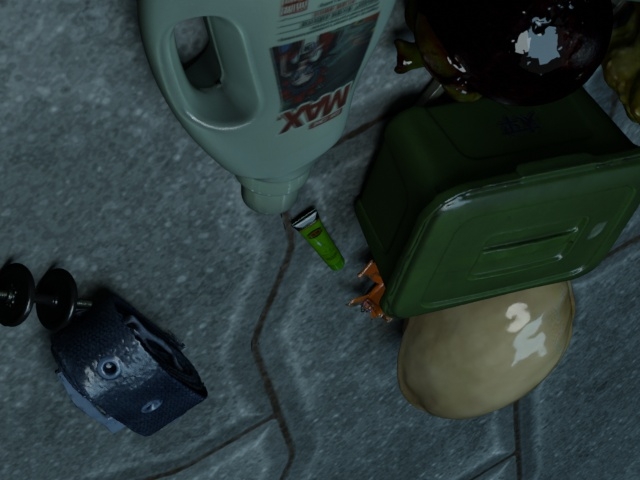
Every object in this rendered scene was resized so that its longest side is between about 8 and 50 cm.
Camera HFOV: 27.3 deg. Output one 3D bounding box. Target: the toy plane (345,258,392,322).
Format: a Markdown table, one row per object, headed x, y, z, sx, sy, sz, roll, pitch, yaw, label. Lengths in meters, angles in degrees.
| x | y | z | sx | sy | sz | roll | pitch | yaw | label |
| --- | --- | --- | --- | --- | --- | --- | --- | --- | --- |
| 0.112 | 0.028 | 1.753 | 0.188 | 0.062 | 0.135 | -56 | 143 | 4 | toy plane |

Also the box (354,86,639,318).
| x | y | z | sx | sy | sz | roll | pitch | yaw | label |
| --- | --- | --- | --- | --- | --- | --- | --- | --- | --- |
| 0.213 | -0.055 | 1.601 | 0.328 | 0.178 | 0.253 | -10 | 145 | -24 | box |

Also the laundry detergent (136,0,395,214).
| x | y | z | sx | sy | sz | roll | pitch | yaw | label |
| --- | --- | --- | --- | --- | --- | --- | --- | --- | --- |
| -0.055 | -0.175 | 1.303 | 0.264 | 0.125 | 0.398 | -21 | 145 | -23 | laundry detergent |

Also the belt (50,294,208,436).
| x | y | z | sx | sy | sz | roll | pitch | yaw | label |
| --- | --- | --- | --- | --- | --- | --- | --- | --- | --- |
| -0.231 | 0.157 | 1.539 | 0.128 | 0.122 | 0.218 | -34 | 147 | 2 | belt |

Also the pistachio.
| x | y | z | sx | sy | sz | roll | pitch | yaw | label |
| --- | --- | --- | --- | --- | --- | --- | --- | --- | --- |
| 0.233 | 0.107 | 1.823 | 0.230 | 0.230 | 0.309 | 9 | 134 | -46 | pistachio |

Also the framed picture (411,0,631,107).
| x | y | z | sx | sy | sz | roll | pitch | yaw | label |
| --- | --- | --- | --- | --- | --- | --- | --- | --- | --- |
| 0.248 | -0.232 | 1.587 | 0.209 | 0.019 | 0.281 | 13 | 123 | -49 | framed picture |

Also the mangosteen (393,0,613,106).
| x | y | z | sx | sy | sz | roll | pitch | yaw | label |
| --- | --- | --- | --- | --- | --- | --- | --- | --- | --- |
| 0.181 | -0.230 | 1.392 | 0.250 | 0.211 | 0.211 | -25 | 155 | 33 | mangosteen |

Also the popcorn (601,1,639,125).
| x | y | z | sx | sy | sz | roll | pitch | yaw | label |
| --- | --- | --- | --- | --- | --- | --- | --- | --- | --- |
| 0.473 | -0.229 | 1.547 | 0.247 | 0.282 | 0.282 | 4 | 130 | -38 | popcorn |

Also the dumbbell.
| x | y | z | sx | sy | sz | roll | pitch | yaw | label |
| --- | --- | --- | --- | --- | --- | --- | --- | --- | --- |
| -0.304 | 0.061 | 1.407 | 0.147 | 0.069 | 0.069 | 11 | 124 | -47 | dumbbell |

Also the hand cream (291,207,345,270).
| x | y | z | sx | sy | sz | roll | pitch | yaw | label |
| --- | --- | --- | --- | --- | --- | --- | --- | --- | --- |
| 0.000 | 0.000 | 1.644 | 0.036 | 0.023 | 0.122 | -33 | 142 | 2 | hand cream |
